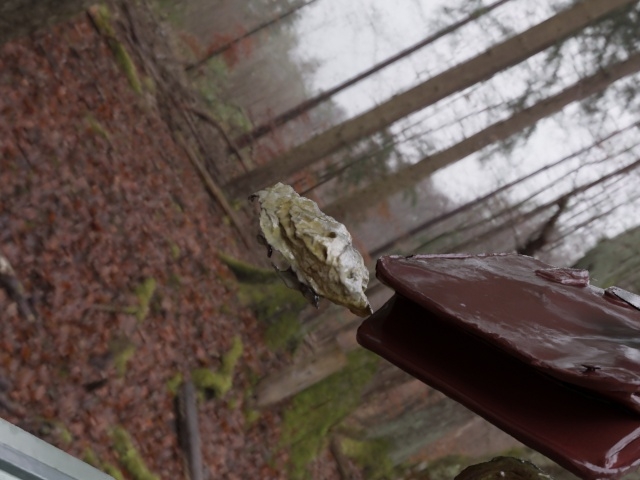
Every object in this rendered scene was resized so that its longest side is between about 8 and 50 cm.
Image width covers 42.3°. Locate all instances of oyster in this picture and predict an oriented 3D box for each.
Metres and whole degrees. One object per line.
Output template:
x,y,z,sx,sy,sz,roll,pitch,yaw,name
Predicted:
-0.007,-0.006,0.869,0.133,0.072,0.209,34,21,-18,oyster

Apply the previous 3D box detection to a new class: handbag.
0.200,0.084,0.705,0.260,0.276,0.084,26,-70,43,handbag

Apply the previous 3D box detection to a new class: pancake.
0.164,0.240,0.714,0.115,0.115,0.011,61,7,-1,pancake

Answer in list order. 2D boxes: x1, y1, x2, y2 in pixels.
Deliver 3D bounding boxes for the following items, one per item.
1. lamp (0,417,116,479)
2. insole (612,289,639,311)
-0.313,0.166,0.548,0.269,0.267,0.047,46,28,-41,lamp
0.294,0.077,0.613,0.188,0.064,0.004,37,-67,53,insole
